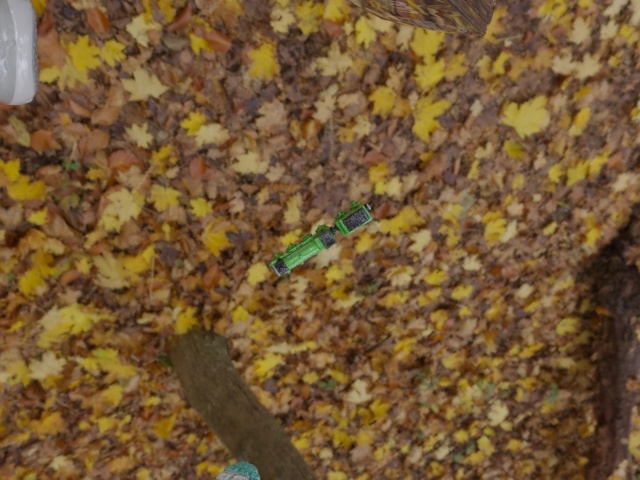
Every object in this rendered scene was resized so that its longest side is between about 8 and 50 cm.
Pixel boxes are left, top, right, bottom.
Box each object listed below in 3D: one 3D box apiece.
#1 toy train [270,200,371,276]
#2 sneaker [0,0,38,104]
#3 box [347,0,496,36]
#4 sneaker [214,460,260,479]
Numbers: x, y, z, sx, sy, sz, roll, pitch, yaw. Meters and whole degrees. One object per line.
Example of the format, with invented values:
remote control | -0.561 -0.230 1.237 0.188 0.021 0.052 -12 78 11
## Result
toy train | 0.000 0.000 0.452 0.083 0.024 0.017 -34 102 7
sneaker | -0.288 -0.160 0.405 0.115 0.281 0.105 -14 122 -45
box | 0.065 -0.318 0.300 0.318 0.097 0.395 -25 128 -67
sneaker | -0.122 0.348 0.775 0.076 0.065 0.166 110 4 -63
